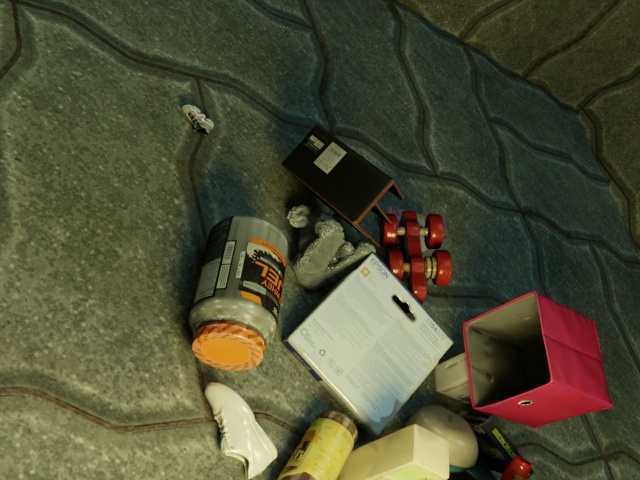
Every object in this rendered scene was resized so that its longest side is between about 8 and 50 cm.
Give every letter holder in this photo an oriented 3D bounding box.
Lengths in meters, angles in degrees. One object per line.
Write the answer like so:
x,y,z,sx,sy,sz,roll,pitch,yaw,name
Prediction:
0.077,-0.142,1.834,0.302,0.152,0.214,41,-1,32,letter holder

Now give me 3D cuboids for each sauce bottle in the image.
-0.031,0.506,1.407,0.111,0.111,0.344,47,38,-5,sauce bottle

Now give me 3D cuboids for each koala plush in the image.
0.000,0.000,1.798,0.196,0.203,0.221,32,22,-35,koala plush

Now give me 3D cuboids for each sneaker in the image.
-0.182,0.393,1.386,0.094,0.080,0.212,-38,91,-39,sneaker
-0.334,-0.317,1.797,0.098,0.038,0.069,34,42,-19,sneaker
0.412,0.632,1.777,0.192,0.064,0.086,40,28,-9,sneaker

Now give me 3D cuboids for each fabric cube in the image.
0.567,0.326,1.779,0.258,0.254,0.259,25,50,-30,fabric cube

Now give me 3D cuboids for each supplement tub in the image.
-0.181,0.115,1.496,0.193,0.193,0.316,29,45,-25,supplement tub

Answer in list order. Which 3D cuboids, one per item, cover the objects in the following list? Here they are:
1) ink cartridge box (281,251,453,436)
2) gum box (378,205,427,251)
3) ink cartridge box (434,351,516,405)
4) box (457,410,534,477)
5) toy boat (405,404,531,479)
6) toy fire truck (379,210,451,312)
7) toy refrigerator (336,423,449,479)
0.124,0.256,1.685,0.324,0.071,0.330,48,63,-3,ink cartridge box
0.272,-0.035,2.137,0.188,0.062,0.107,11,54,-38,gum box
0.440,0.401,1.907,0.190,0.139,0.082,26,48,-27,ink cartridge box
0.456,0.543,1.789,0.045,0.190,0.184,-35,89,-15,box
0.346,0.536,1.644,0.318,0.148,0.267,27,6,16,toy boat
0.253,0.073,1.908,0.169,0.254,0.302,0,53,-4,toy fire truck
0.147,0.497,1.458,0.102,0.269,0.094,32,43,-23,toy refrigerator
